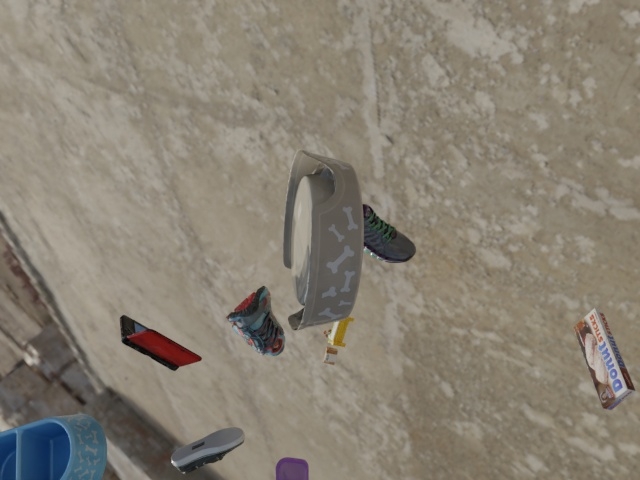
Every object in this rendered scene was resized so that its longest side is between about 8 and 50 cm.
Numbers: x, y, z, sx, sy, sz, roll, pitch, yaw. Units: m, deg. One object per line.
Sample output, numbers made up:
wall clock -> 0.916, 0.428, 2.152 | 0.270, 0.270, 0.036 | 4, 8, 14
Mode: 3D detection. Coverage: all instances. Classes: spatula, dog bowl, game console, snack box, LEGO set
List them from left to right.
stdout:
dog bowl -> -0.538, 0.419, 1.423 | 0.074, 0.297, 0.165 | 35, -140, -57
game console -> -0.326, 0.199, 1.561 | 0.144, 0.085, 0.124 | 39, -165, -35
spatula -> -0.041, 0.578, 1.543 | 0.030, 0.084, 0.296 | -51, 36, 32
dog bowl -> 0.000, 0.000, 1.468 | 0.349, 0.102, 0.348 | -178, 90, -79
LEGO set -> 0.019, 0.223, 2.283 | 0.107, 0.132, 0.286 | 26, 135, 55
snack box -> 0.501, 0.208, 1.355 | 0.022, 0.178, 0.064 | 17, 131, -20

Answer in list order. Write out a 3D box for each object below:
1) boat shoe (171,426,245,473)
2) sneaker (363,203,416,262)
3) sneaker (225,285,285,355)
boat shoe -> -0.192, 0.369, 1.340 | 0.049, 0.142, 0.040 | -89, -25, -64
sneaker -> 0.115, -0.025, 1.686 | 0.224, 0.083, 0.098 | 24, 149, -2
sneaker -> -0.115, 0.178, 1.595 | 0.125, 0.104, 0.262 | 46, 169, 9
